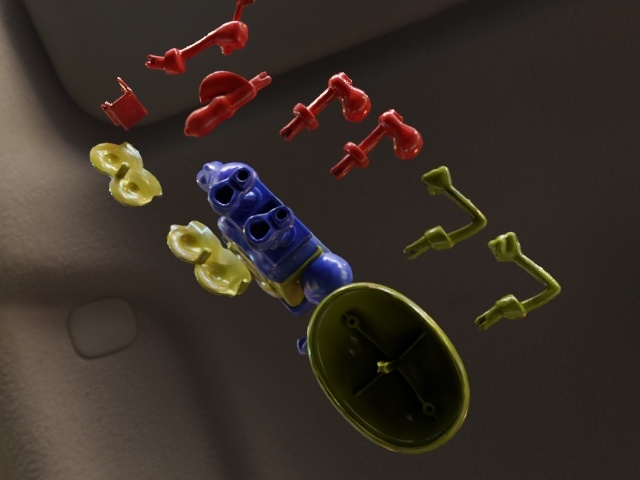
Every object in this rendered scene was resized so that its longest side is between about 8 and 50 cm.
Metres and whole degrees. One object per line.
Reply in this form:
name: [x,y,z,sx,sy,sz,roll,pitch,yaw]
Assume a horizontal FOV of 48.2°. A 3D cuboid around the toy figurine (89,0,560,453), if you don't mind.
toy figurine: [0.000,0.000,0.615,0.362,0.217,0.191,43,-98,13]
